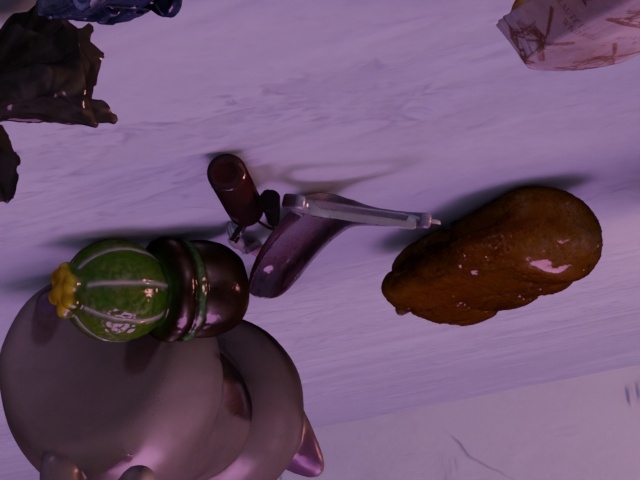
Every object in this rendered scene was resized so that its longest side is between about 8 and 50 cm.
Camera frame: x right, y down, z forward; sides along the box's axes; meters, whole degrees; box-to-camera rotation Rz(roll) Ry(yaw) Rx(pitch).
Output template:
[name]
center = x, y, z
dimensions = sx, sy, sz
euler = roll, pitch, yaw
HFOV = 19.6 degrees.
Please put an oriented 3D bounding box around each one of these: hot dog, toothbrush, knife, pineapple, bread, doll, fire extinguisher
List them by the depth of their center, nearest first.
[pineapple]
center = -0.228, -0.053, 0.921
dimensions = 0.248, 0.128, 0.128
euler = -13, 169, 1
[hot dog]
center = 0.171, -0.137, 0.961
dimensions = 0.099, 0.053, 0.192
euler = -4, 166, -28
[fire extinguisher]
center = -0.053, -0.031, 1.383
dimensions = 0.049, 0.035, 0.173
euler = -7, 170, 2
[knife]
center = 0.000, -0.002, 1.516
dimensions = 0.123, 0.053, 0.278
euler = 12, 164, -15
[toothbrush]
center = -0.059, 0.010, 1.638
dimensions = 0.017, 0.022, 0.204
euler = -14, 169, 7
[bread]
center = 0.141, 0.022, 1.698
dimensions = 0.124, 0.084, 0.344
euler = 19, 161, -17
[doll]
center = -0.149, 0.147, 1.743
dimensions = 0.215, 0.226, 0.370
euler = -1, 178, 24

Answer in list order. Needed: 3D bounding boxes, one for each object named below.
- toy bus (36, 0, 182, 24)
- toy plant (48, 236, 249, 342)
[toy bus]
center = -0.063, -0.133, 0.755
dimensions = 0.047, 0.065, 0.166
euler = 0, 168, -37
[toy plant]
center = -0.146, 0.041, 1.549
dimensions = 0.162, 0.092, 0.093
euler = 2, 166, -29
